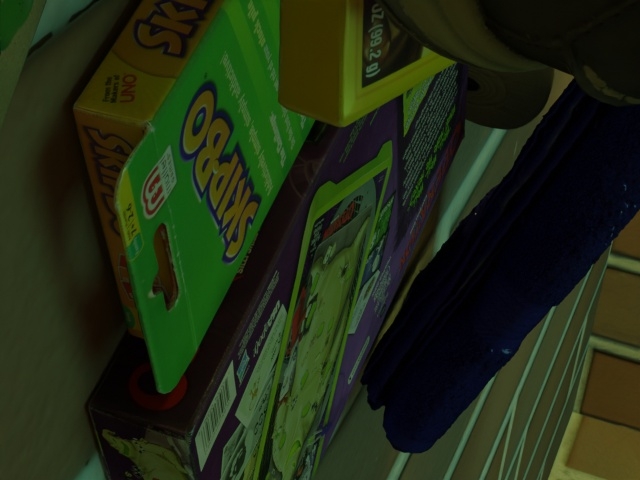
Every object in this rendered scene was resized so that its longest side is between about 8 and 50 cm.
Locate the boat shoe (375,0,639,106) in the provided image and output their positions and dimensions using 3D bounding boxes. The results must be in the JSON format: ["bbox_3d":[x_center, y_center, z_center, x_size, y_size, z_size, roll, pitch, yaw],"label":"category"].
[{"bbox_3d":[0.082,-0.182,0.260,0.132,0.130,0.355,-37,138,-34],"label":"boat shoe"}]

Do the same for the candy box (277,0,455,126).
[{"bbox_3d":[0.032,-0.139,0.367,0.105,0.027,0.206,-35,137,-45],"label":"candy box"}]

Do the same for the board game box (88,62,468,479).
[{"bbox_3d":[0.000,0.000,0.703,0.208,0.056,0.347,81,28,-50],"label":"board game box"}]

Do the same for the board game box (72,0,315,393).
[{"bbox_3d":[-0.022,-0.078,0.553,0.124,0.039,0.259,86,22,-52],"label":"board game box"}]

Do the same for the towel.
[{"bbox_3d":[0.139,-0.027,0.955,0.308,0.076,0.228,-55,-178,33],"label":"towel"}]

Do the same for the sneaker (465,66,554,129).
[{"bbox_3d":[0.118,-0.167,0.901,0.217,0.079,0.121,75,34,-62],"label":"sneaker"}]

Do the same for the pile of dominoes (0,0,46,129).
[{"bbox_3d":[-0.108,-0.075,0.223,0.251,0.040,0.196,48,59,-74],"label":"pile of dominoes"}]
